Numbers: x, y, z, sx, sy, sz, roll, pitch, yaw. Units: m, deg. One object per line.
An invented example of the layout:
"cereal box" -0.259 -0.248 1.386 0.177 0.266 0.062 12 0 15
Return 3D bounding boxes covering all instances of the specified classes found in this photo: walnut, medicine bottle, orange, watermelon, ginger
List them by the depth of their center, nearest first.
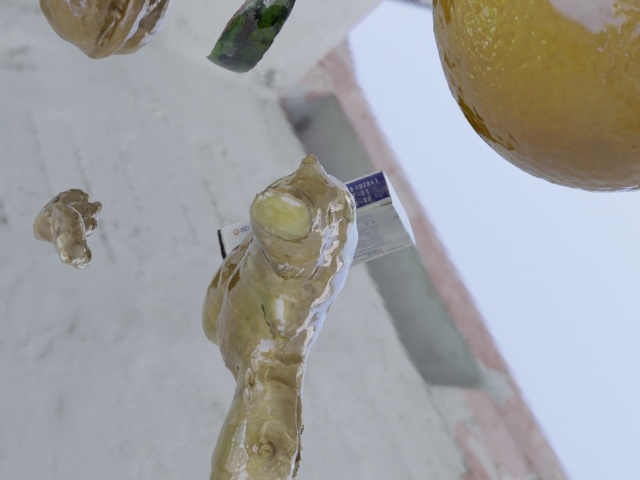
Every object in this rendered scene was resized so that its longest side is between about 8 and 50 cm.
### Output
"orange" 0.170 -0.141 0.747 0.236 0.236 0.236 38 -152 -24
"ginger" -0.035 0.040 1.245 0.122 0.348 0.363 18 -151 -5
"medicine bottle" 0.000 0.000 1.535 0.171 0.201 0.052 50 -159 -68
"ginger" -0.303 -0.021 1.617 0.288 0.089 0.075 -148 45 -75
"watermelon" -0.088 -0.303 1.813 0.063 0.245 0.119 27 -131 -13
"walnut" -0.362 -0.432 2.259 0.224 0.257 0.257 11 -135 -40
